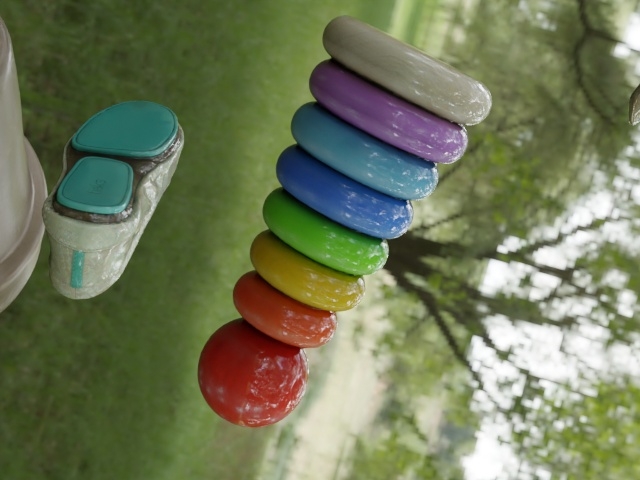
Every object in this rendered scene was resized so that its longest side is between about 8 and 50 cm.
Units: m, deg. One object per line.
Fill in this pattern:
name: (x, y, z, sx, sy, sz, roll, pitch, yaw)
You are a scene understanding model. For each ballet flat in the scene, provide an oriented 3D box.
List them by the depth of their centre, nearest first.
ballet flat: (-0.106, -0.023, 0.629, 0.168, 0.057, 0.052, -75, 176, -66)

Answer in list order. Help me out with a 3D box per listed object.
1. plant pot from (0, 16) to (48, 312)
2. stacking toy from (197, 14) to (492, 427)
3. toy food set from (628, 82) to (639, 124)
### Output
plant pot: (-0.330, -0.083, 0.972, 0.229, 0.263, 0.263, 119, -8, -48)
stacking toy: (0.000, 0.000, 0.988, 0.330, 0.141, 0.141, -63, 179, 10)
toy food set: (0.263, -0.152, 0.751, 0.132, 0.192, 0.039, 72, -7, -58)
